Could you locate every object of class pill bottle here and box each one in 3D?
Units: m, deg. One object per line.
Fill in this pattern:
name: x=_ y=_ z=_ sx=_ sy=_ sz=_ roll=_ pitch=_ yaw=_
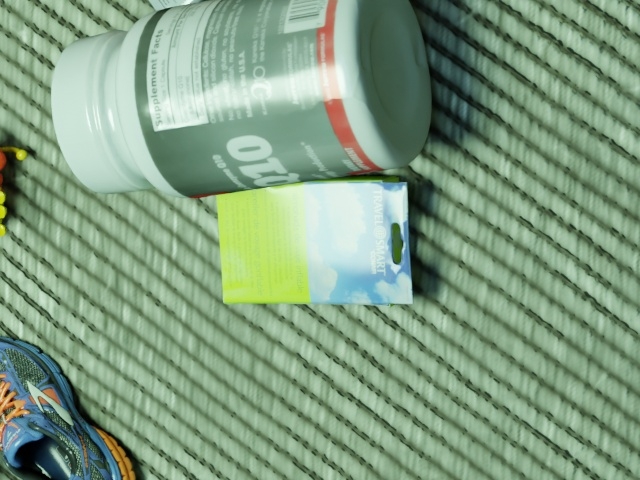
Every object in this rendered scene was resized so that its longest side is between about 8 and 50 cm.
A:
pill bottle: x=-0.066 y=-0.121 z=1.642 sx=0.283 sy=0.161 sz=0.161 roll=-8 pitch=95 yaw=26

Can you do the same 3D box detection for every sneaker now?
sneaker: x=-0.262 y=0.167 z=1.813 sx=0.221 sy=0.087 sz=0.083 roll=41 pitch=110 yaw=18

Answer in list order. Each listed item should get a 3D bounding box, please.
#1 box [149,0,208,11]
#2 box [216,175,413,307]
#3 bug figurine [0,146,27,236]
box: x=-0.099 y=-0.294 z=1.698 sx=0.186 sy=0.038 sz=0.145 roll=-39 pitch=82 yaw=23
box: x=0.000 y=0.000 z=1.695 sx=0.178 sy=0.042 sz=0.109 roll=0 pitch=99 yaw=24
bug figurine: x=-0.399 y=-0.026 z=1.855 sx=0.279 sy=0.072 sz=0.216 roll=15 pitch=112 yaw=18
